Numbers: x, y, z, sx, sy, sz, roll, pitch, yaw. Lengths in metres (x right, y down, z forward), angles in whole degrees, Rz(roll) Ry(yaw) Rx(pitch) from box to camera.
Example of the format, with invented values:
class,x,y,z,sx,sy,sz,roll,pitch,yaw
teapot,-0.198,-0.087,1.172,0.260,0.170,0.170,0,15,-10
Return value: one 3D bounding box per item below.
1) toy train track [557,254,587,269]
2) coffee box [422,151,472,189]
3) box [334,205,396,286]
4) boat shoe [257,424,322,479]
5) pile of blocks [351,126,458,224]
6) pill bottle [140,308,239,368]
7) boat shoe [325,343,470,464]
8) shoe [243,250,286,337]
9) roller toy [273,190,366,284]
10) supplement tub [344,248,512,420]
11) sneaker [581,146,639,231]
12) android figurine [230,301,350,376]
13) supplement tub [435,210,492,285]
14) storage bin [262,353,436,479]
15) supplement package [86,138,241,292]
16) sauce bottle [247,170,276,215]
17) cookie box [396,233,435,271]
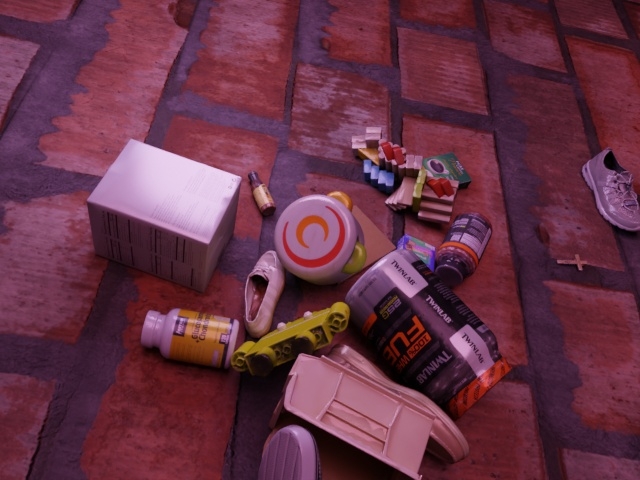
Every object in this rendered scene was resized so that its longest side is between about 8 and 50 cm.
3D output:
class,x,y,z,sx,sy,sz,roll,pitch,yaw
toy train track,0.676,0.061,1.633,0.083,0.014,0.048,2,60,-6
coffee box,0.322,-0.181,1.706,0.184,0.040,0.113,-17,61,-24
box,0.064,0.010,1.509,0.201,0.021,0.164,-29,65,-31
boat shoe,-0.031,0.455,1.008,0.119,0.335,0.121,-4,16,-35
pile of blocks,0.206,-0.179,1.601,0.362,0.113,0.149,37,75,22
pill bottle,-0.264,0.195,1.232,0.184,0.103,0.103,11,52,-6
boat shoe,0.133,0.348,1.219,0.341,0.122,0.110,31,56,23
shoe,-0.126,0.107,1.347,0.076,0.058,0.219,-7,52,20
roller toy,0.000,0.000,1.386,0.191,0.146,0.209,-20,74,10
supplement tub,0.226,0.198,1.290,0.207,0.207,0.338,-30,65,-31
sneaker,0.867,-0.150,1.774,0.105,0.115,0.281,-7,56,-19
android figurine,-0.053,0.193,1.210,0.248,0.273,0.056,-24,92,11
supplement tub,0.354,0.023,1.521,0.106,0.106,0.198,30,53,9
storage bin,0.035,0.354,1.088,0.260,0.262,0.123,27,51,6
supplement package,-0.337,-0.052,1.339,0.262,0.198,0.199,20,52,0
sauce bottle,-0.152,-0.122,1.539,0.042,0.042,0.128,-14,60,-23
cookie box,0.234,0.050,1.500,0.091,0.040,0.107,23,52,-12
